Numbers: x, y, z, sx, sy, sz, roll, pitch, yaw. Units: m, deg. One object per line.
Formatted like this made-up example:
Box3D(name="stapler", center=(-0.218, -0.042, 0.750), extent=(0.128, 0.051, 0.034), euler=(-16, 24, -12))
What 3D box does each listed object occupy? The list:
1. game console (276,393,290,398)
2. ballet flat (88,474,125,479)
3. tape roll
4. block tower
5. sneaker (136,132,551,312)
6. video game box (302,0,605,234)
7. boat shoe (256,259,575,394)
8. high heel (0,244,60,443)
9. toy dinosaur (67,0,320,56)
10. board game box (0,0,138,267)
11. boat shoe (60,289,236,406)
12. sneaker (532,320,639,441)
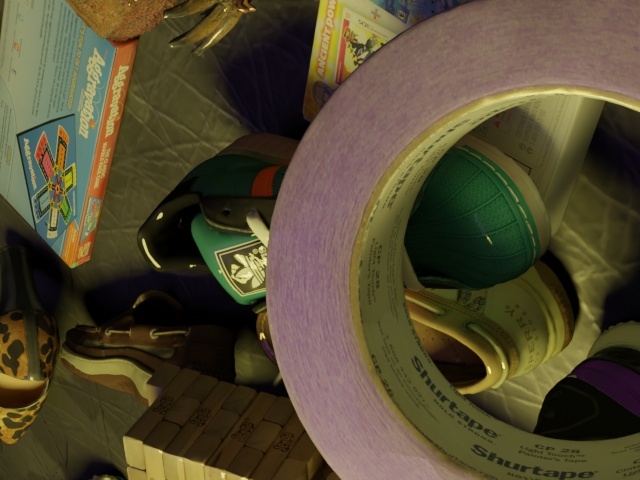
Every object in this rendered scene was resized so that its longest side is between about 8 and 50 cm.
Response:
Box3D(name="game console", center=(0.011, 0.196, 0.904), extent=(0.085, 0.124, 0.144), euler=(-116, 27, -47))
Box3D(name="ballet flat", center=(-0.288, 0.336, 1.308), extent=(0.091, 0.077, 0.241), euler=(50, 140, 9))
Box3D(name="tape roll", center=(0.116, 0.020, 0.537), extent=(0.275, 0.090, 0.274), euler=(2, 97, 18))
Box3D(name="block tower", center=(0.014, 0.189, 0.812), extent=(0.336, 0.097, 0.090), euler=(13, 125, 21))
Box3D(name="sneaker", center=(0.000, 0.000, 0.699), extent=(0.302, 0.121, 0.108), euler=(5, 126, 50))
Box3D(name="video game box", center=(0.082, -0.119, 0.659), extent=(0.187, 0.048, 0.205), euler=(34, 135, 24))
Box3D(name="boat shoe", center=(0.038, 0.062, 0.786), extent=(0.285, 0.089, 0.104), euler=(-12, 105, 49))
Box3D(name="high heel", center=(-0.318, 0.159, 1.163), extent=(0.186, 0.093, 0.261), euler=(-119, 34, -51))
Box3D(name="toy dinosaur", center=(-0.122, -0.198, 0.770), extent=(0.200, 0.127, 0.296), euler=(55, 146, -6))
Box3D(name="board game box", center=(-0.242, -0.113, 1.015), extent=(0.145, 0.027, 0.281), euler=(45, 138, 19))
Box3D(name="boat shoe", center=(-0.152, 0.094, 1.024), extent=(0.257, 0.095, 0.095), euler=(10, 86, 50))
Box3D(name="sneaker", center=(0.228, 0.190, 0.625), extent=(0.293, 0.146, 0.102), euler=(45, 139, 17))
